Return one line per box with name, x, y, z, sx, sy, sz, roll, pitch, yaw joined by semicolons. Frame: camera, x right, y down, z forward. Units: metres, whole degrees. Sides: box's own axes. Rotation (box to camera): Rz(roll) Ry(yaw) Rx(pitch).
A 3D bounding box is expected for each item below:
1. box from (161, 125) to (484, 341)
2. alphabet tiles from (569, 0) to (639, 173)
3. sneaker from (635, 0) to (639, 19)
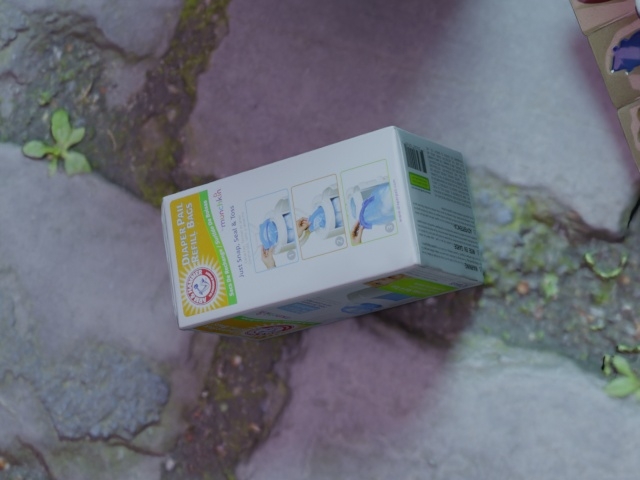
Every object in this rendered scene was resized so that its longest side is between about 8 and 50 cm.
box;0.000;0.000;1.301;0.203;0.114;0.103;-16;75;27
alphabet tiles;0.323;-0.144;1.177;0.285;0.011;0.342;-25;78;24
sneaker;0.253;-0.183;1.159;0.104;0.095;0.236;-19;80;17
